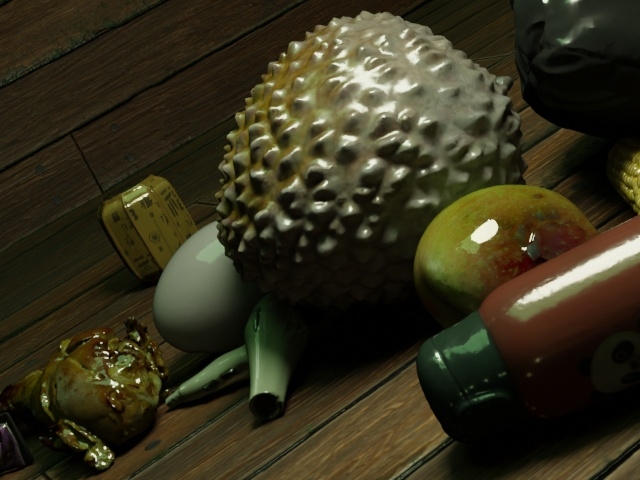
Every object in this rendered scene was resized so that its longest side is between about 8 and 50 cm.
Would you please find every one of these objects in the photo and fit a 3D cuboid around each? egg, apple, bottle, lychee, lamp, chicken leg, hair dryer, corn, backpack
[{"bbox_3d":[-0.126,0.064,1.635,0.232,0.176,0.176,-38,18,-16],"label":"egg"},{"bbox_3d":[0.204,0.027,1.251,0.188,0.174,0.207,-34,33,-14],"label":"apple"},{"bbox_3d":[0.249,0.074,1.068,0.336,0.144,0.144,-27,15,8],"label":"bottle"},{"bbox_3d":[0.062,-0.096,1.469,0.432,0.380,0.380,-31,16,-15],"label":"lychee"},{"bbox_3d":[-0.319,-0.023,2.205,0.161,0.185,0.161,-25,16,7],"label":"lamp"},{"bbox_3d":[-0.330,0.190,1.633,0.211,0.140,0.361,-43,24,-23],"label":"chicken leg"},{"bbox_3d":[-0.098,0.171,1.466,0.225,0.088,0.219,-40,20,1],"label":"hair dryer"},{"bbox_3d":[0.389,-0.065,1.360,0.101,0.101,0.292,-25,12,6],"label":"corn"},{"bbox_3d":[0.405,-0.249,1.516,0.363,0.255,0.446,14,-4,-1],"label":"backpack"}]

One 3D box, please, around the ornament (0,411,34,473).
[{"bbox_3d":[-0.463,0.322,1.548,0.088,0.081,0.203,-23,18,20],"label":"ornament"}]
